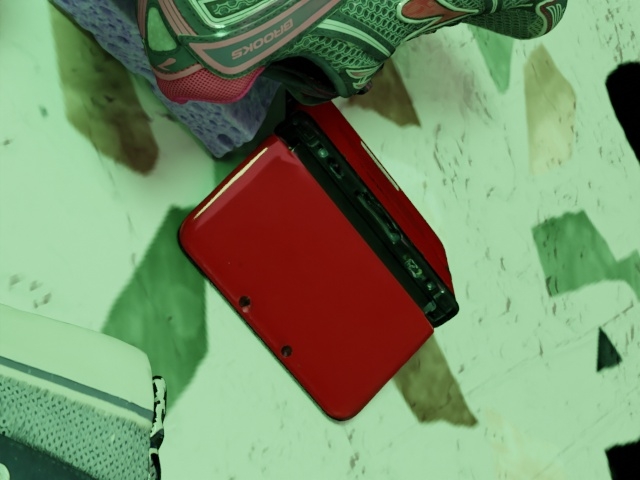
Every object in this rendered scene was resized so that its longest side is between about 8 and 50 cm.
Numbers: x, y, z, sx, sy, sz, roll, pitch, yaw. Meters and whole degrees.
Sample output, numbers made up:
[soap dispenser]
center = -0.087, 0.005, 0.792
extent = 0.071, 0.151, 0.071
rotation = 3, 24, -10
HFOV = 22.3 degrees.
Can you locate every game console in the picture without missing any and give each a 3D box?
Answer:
[game console]
center = 0.000, 0.000, 0.870
extent = 0.144, 0.085, 0.124
rotation = 51, 14, -21

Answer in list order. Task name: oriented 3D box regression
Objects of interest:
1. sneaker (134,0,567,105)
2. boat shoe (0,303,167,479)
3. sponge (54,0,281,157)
[sneaker]
center = 0.019, -0.123, 0.825
extent = 0.299, 0.121, 0.112
rotation = -4, 93, -45
[boat shoe]
center = -0.184, 0.091, 0.554
extent = 0.340, 0.127, 0.158
rotation = 19, 55, -42
[sponge]
center = -0.093, -0.152, 0.817
extent = 0.210, 0.031, 0.117
rotation = 44, 47, -25
